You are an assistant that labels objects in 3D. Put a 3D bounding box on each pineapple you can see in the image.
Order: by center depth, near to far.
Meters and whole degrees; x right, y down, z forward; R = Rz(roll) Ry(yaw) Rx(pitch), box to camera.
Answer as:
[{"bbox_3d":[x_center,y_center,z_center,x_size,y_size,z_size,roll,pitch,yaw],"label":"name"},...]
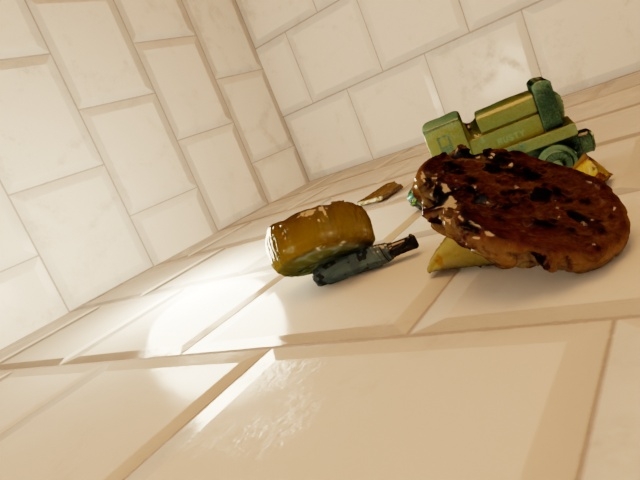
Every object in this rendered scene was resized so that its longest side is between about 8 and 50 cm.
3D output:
[{"bbox_3d":[0.554,-0.138,1.155,0.114,0.077,0.114,-32,1,29],"label":"pineapple"}]

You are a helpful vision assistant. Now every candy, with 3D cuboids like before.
[{"bbox_3d":[0.000,0.000,1.256,0.260,0.118,0.260,-16,-16,-5],"label":"candy"}]

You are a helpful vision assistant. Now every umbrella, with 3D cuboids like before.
[{"bbox_3d":[0.099,0.046,1.210,0.251,0.052,0.053,-21,-15,12],"label":"umbrella"}]

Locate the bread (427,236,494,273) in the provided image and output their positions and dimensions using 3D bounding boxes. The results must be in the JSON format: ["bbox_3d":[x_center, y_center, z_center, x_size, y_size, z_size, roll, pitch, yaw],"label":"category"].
[{"bbox_3d":[0.326,0.002,1.038,0.240,0.135,0.178,-35,-17,-45],"label":"bread"}]

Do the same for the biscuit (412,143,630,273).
[{"bbox_3d":[0.311,-0.051,0.869,0.334,0.081,0.289,30,47,31],"label":"biscuit"}]

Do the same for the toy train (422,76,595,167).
[{"bbox_3d":[0.446,-0.230,1.322,0.397,0.253,0.160,-19,13,22],"label":"toy train"}]

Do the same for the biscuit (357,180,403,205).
[{"bbox_3d":[0.250,-0.188,2.085,0.131,0.026,0.237,-10,16,42],"label":"biscuit"}]

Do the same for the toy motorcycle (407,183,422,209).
[{"bbox_3d":[0.321,-0.172,1.614,0.173,0.058,0.100,-60,15,-6],"label":"toy motorcycle"}]
